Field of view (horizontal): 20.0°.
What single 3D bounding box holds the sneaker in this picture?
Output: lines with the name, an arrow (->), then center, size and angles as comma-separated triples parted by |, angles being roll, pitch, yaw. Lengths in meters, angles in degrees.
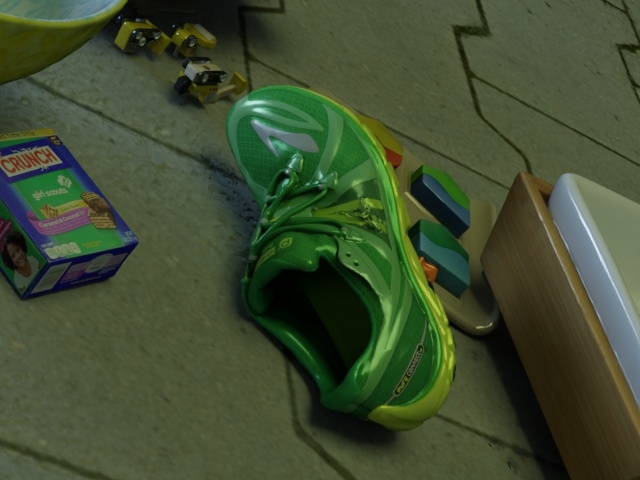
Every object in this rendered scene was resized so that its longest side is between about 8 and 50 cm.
sneaker -> 0.000, 0.000, 1.309 | 0.123, 0.109, 0.295 | 7, 47, -47

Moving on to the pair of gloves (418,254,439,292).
pair of gloves -> 0.053, 0.032, 1.413 | 0.083, 0.010, 0.074 | 33, 56, -20

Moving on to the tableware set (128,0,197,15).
tableware set -> -0.184, -0.244, 1.493 | 0.128, 0.039, 0.194 | 53, 31, 19

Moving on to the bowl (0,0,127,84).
bowl -> -0.282, -0.191, 1.188 | 0.289, 0.156, 0.289 | 30, 31, -21

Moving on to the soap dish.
soap dish -> 0.259, 0.100, 1.454 | 0.229, 0.118, 0.291 | 22, 37, -41

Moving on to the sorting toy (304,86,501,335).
sorting toy -> 0.066, -0.032, 1.509 | 0.208, 0.038, 0.193 | 32, 31, -17

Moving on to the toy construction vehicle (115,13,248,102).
toy construction vehicle -> -0.113, -0.145, 1.460 | 0.086, 0.035, 0.098 | 41, 25, 22

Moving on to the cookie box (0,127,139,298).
cookie box -> -0.186, -0.020, 1.193 | 0.107, 0.040, 0.092 | 50, 31, 16
